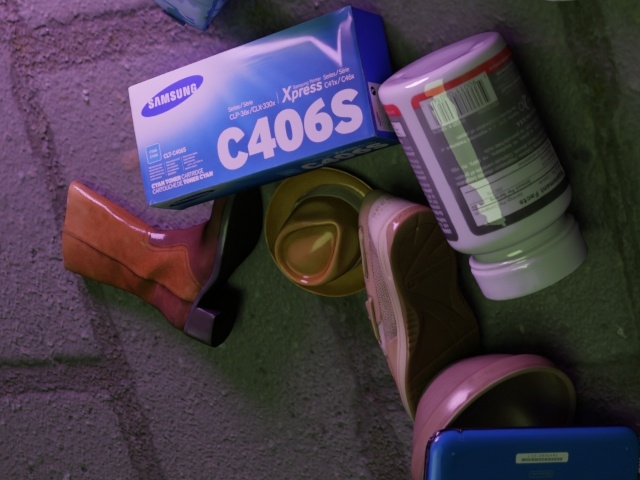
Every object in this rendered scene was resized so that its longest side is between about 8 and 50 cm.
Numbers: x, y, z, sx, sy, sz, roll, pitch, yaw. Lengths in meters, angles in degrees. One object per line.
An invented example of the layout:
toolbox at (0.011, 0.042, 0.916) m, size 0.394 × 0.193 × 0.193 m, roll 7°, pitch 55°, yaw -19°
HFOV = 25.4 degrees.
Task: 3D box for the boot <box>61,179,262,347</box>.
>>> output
boot at (-0.225, -0.019, 1.963) m, size 0.280 × 0.096 × 0.264 m, roll 28°, pitch 129°, yaw 21°

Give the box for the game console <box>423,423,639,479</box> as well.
game console at (0.228, 0.342, 1.788) m, size 0.173 × 0.293 × 0.250 m, roll -165°, pitch 78°, yaw -67°

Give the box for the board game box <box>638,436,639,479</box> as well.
board game box at (0.442, 0.336, 1.824) m, size 0.201 × 0.035 × 0.136 m, roll 24°, pitch 122°, yaw 13°

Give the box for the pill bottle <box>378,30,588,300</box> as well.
pill bottle at (0.196, -0.085, 1.661) m, size 0.161 × 0.161 × 0.283 m, roll -18°, pitch 105°, yaw 31°

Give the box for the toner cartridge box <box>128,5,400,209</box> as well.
toner cartridge box at (-0.074, -0.158, 1.770) m, size 0.348 × 0.075 × 0.165 m, roll -16°, pitch 79°, yaw 31°

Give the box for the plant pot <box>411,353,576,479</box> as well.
plant pot at (0.199, 0.226, 1.807) m, size 0.110 × 0.237 × 0.237 m, roll 45°, pitch 133°, yaw 43°

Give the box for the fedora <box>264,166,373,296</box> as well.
fedora at (0.000, 0.000, 1.846) m, size 0.194 × 0.079 × 0.194 m, roll 10°, pitch 117°, yaw 21°

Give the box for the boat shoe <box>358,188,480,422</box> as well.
boat shoe at (0.121, 0.087, 1.823) m, size 0.110 × 0.122 × 0.341 m, roll 35°, pitch 142°, yaw 50°

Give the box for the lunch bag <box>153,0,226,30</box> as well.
lunch bag at (-0.173, -0.350, 1.687) m, size 0.176 × 0.090 × 0.219 m, roll 37°, pitch 163°, yaw -7°
